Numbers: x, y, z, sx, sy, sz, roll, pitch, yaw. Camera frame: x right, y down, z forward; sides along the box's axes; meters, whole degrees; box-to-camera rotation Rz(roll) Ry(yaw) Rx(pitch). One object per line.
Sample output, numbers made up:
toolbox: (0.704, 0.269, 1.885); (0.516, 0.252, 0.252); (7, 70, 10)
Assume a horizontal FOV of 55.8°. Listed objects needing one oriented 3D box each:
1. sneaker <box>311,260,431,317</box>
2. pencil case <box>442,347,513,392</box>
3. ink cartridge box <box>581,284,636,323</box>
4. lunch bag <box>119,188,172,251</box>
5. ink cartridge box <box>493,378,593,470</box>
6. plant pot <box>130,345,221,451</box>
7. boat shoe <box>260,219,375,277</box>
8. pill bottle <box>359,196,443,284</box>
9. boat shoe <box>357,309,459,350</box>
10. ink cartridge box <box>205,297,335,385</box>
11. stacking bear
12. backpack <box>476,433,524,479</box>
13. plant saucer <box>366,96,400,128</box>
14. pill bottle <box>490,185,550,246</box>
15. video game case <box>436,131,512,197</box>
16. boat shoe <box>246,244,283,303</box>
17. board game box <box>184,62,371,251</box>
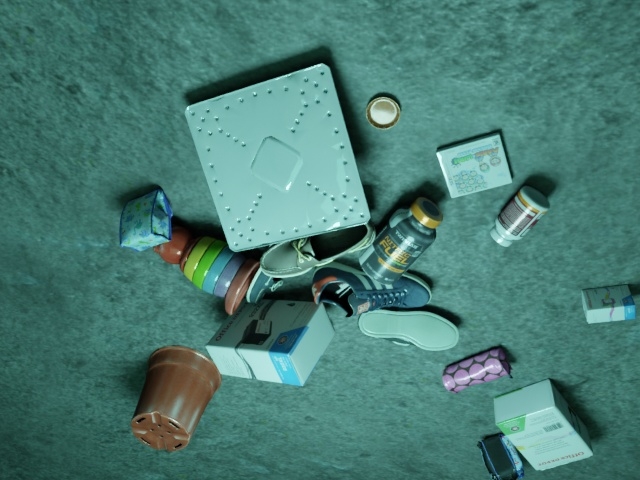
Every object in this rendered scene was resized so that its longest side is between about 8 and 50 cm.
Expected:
sneaker: (0.143, 0.164, 1.737); (0.349, 0.148, 0.131); (7, 127, 5)
pencil case: (0.492, 0.415, 1.901); (0.209, 0.095, 0.098); (-26, 142, 28)
ink cartridge box: (0.790, 0.175, 1.664); (0.122, 0.088, 0.052); (-10, 124, 17)
lunch bag: (-0.492, -0.059, 1.702); (0.128, 0.151, 0.096); (-18, 158, 23)
ink cartridge box: (0.727, 0.607, 1.977); (0.201, 0.117, 0.278); (-29, 116, 28)
plant pot: (-0.505, 0.550, 2.068); (0.272, 0.265, 0.272); (5, 126, 6)
boat shoe: (-0.014, 0.015, 1.580); (0.324, 0.097, 0.117); (-17, 84, 7)
pill bottle: (0.219, -0.003, 1.612); (0.130, 0.130, 0.246); (30, 125, -12)
boat shoe: (0.263, 0.261, 1.828); (0.302, 0.091, 0.114); (14, 83, 1)
ink cartridge box: (-0.147, 0.291, 1.790); (0.307, 0.223, 0.129); (-1, 126, 33)
stacking bear: (-0.337, 0.059, 1.747); (0.289, 0.175, 0.164); (29, 155, 4)
backpack: (0.632, 0.778, 2.103); (0.116, 0.158, 0.173); (-23, 135, 4)
plant saucer: (0.153, -0.311, 1.469); (0.083, 0.013, 0.084); (5, 127, 7)
pill bottle: (0.505, -0.058, 1.546); (0.086, 0.086, 0.152); (27, 126, -10)
video game case: (0.386, -0.186, 1.515); (0.157, 0.019, 0.143); (-14, 123, 20)
boat shoe: (-0.144, 0.098, 1.780); (0.079, 0.095, 0.255); (28, 118, 3)
board game box: (-0.104, -0.194, 1.505); (0.389, 0.050, 0.390); (-12, 103, 19)
